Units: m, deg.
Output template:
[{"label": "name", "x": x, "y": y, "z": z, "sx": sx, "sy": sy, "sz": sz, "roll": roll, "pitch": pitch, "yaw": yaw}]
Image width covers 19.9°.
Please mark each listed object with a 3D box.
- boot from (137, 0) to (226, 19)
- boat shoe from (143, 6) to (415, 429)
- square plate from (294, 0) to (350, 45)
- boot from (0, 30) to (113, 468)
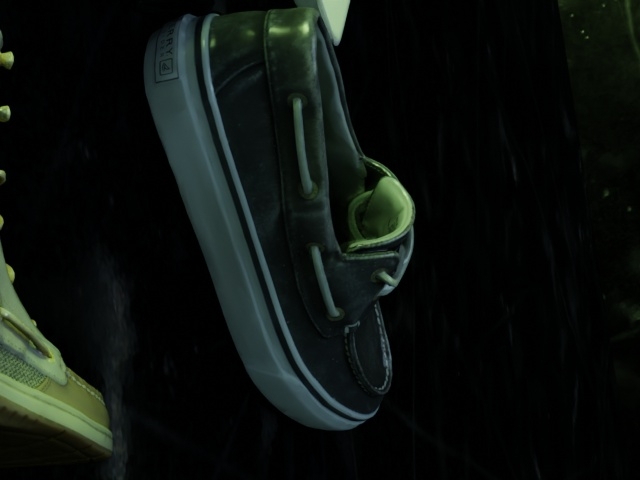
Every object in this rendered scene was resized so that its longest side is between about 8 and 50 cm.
[{"label": "boot", "x": -0.082, "y": -0.181, "z": 1.061, "sx": 0.121, "sy": 0.045, "sz": 0.099, "roll": -8, "pitch": 93, "yaw": -80}, {"label": "boat shoe", "x": 0.000, "y": 0.000, "z": 1.120, "sx": 0.335, "sy": 0.119, "sz": 0.121, "roll": 65, "pitch": 24, "yaw": -44}, {"label": "square plate", "x": -0.032, "y": -0.370, "z": 1.300, "sx": 0.347, "sy": 0.049, "sz": 0.344, "roll": -79, "pitch": 156, "yaw": -46}, {"label": "boot", "x": -0.144, "y": 0.000, "z": 0.729, "sx": 0.213, "sy": 0.077, "sz": 0.165, "roll": 42, "pitch": 41, "yaw": -61}]
